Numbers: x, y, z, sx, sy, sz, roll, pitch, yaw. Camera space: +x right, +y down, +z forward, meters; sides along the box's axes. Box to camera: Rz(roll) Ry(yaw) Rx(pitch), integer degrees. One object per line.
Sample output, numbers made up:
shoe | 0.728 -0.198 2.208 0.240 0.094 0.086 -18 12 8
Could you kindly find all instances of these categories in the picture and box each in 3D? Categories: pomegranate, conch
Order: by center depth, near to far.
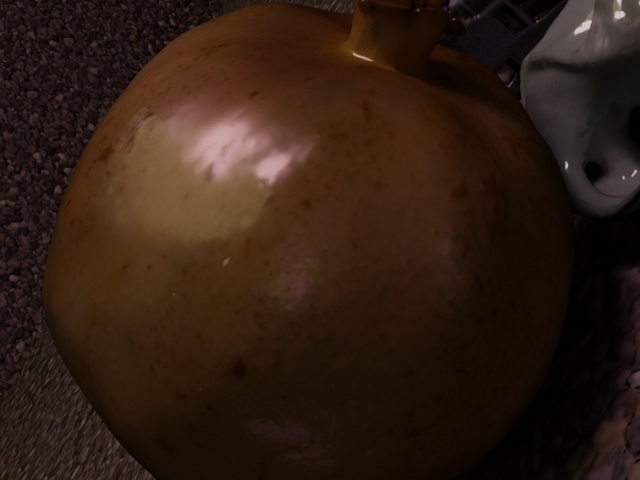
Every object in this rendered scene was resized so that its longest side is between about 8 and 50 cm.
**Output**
conch | 0.187 -0.107 0.635 0.221 0.121 0.185 112 178 -52
pomegranate | 0.000 0.000 0.666 0.319 0.319 0.319 -48 17 21

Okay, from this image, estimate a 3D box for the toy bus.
toy bus | 0.178 -0.218 0.929 0.342 0.097 0.138 -39 21 43
